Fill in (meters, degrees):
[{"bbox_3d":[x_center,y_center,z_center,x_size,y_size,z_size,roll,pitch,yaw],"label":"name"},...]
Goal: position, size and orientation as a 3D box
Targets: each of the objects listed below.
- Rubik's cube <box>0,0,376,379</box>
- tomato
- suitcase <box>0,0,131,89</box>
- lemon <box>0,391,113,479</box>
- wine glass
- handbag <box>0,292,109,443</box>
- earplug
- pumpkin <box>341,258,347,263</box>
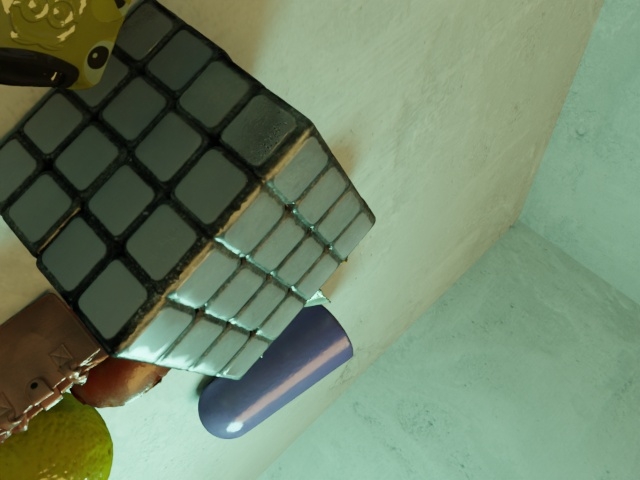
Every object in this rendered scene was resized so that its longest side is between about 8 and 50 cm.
[{"bbox_3d":[-0.178,-0.049,0.836,0.344,0.337,0.344,-49,154,-2],"label":"Rubik's cube"},{"bbox_3d":[-0.353,0.171,1.023,0.225,0.225,0.085,-40,145,-20],"label":"tomato"},{"bbox_3d":[-0.288,-0.269,0.567,0.193,0.143,0.235,-7,131,-57],"label":"suitcase"},{"bbox_3d":[-0.493,0.375,1.018,0.267,0.267,0.267,-38,153,-23],"label":"lemon"},{"bbox_3d":[-0.106,0.179,1.525,0.232,0.156,0.156,-42,155,-4],"label":"wine glass"},{"bbox_3d":[-0.459,0.198,0.930,0.212,0.157,0.059,-40,154,-18],"label":"handbag"},{"bbox_3d":[-0.139,0.374,1.682,0.455,0.215,0.215,-35,152,-22],"label":"earplug"},{"bbox_3d":[0.000,0.000,1.403,0.219,0.162,0.219,-42,153,-28],"label":"pumpkin"}]
